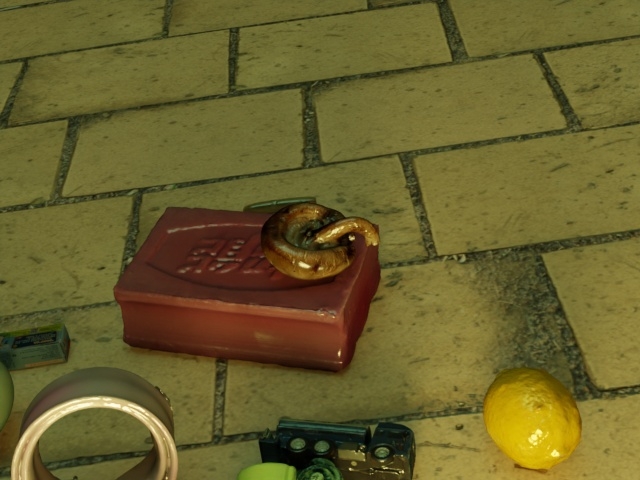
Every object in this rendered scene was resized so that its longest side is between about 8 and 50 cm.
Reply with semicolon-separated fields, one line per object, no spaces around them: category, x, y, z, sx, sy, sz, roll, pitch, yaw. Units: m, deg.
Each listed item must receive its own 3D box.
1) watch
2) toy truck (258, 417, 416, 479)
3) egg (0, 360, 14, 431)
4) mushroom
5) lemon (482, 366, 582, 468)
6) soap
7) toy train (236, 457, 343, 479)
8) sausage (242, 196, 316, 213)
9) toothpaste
watch;-0.293;0.272;1.267;0.248;0.218;0.211;-8;15;-7
toy truck;0.022;0.275;1.340;0.201;0.074;0.088;1;29;15
egg;-0.535;0.233;1.429;0.231;0.168;0.168;-25;39;-14
mushroom;0.000;0.001;1.497;0.170;0.080;0.135;-3;49;4
lemon;0.265;0.220;1.317;0.114;0.114;0.155;-18;40;-12
soap;-0.106;0.068;1.596;0.359;0.128;0.233;5;38;16
toy train;-0.048;0.363;1.203;0.157;0.105;0.253;-6;41;12
sausage;-0.073;-0.061;1.848;0.132;0.024;0.024;-6;36;2
toothpaste;-0.488;0.165;1.614;0.193;0.044;0.070;-9;37;0
